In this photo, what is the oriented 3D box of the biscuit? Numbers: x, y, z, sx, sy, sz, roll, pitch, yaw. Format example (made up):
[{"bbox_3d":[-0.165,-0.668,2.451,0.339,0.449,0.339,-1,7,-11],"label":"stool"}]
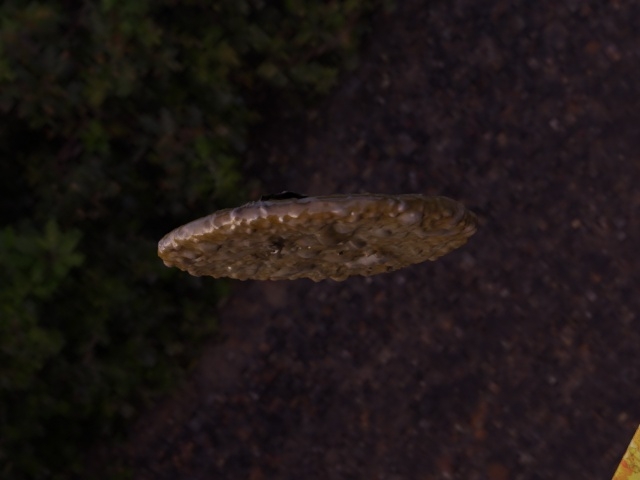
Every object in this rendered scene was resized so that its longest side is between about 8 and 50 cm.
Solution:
[{"bbox_3d":[0.000,-0.001,1.085,0.219,0.220,0.033,-13,76,36],"label":"biscuit"}]

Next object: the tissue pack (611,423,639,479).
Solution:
[{"bbox_3d":[0.149,0.045,0.517,0.062,0.176,0.095,34,50,18],"label":"tissue pack"}]
